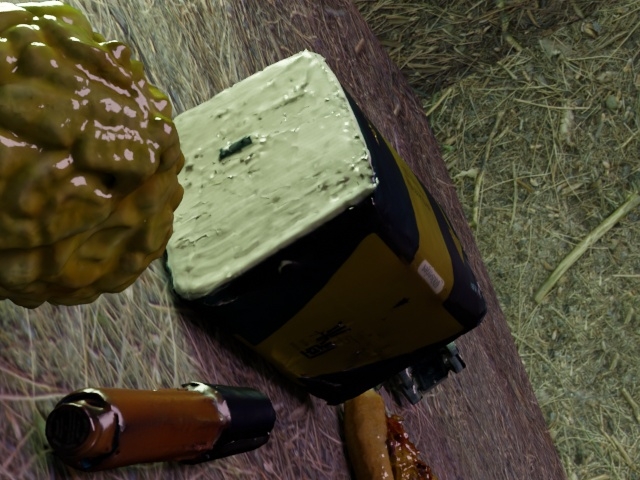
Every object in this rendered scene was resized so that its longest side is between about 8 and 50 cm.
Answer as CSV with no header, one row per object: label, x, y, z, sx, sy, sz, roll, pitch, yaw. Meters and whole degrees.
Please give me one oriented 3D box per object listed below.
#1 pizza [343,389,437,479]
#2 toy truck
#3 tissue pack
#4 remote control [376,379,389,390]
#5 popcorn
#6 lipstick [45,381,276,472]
pizza,0.120,0.342,2.076,0.229,0.081,0.289,49,17,-50
toy truck,0.133,0.147,2.444,0.140,0.108,0.256,49,-9,42
tissue pack,0.000,0.000,1.859,0.416,0.264,0.253,45,20,-58
remote control,0.093,0.209,2.388,0.034,0.016,0.091,65,11,0
popcorn,-0.225,-0.068,1.178,0.270,0.224,0.258,51,-1,-17
lipstick,-0.134,0.166,1.399,0.077,0.077,0.418,66,13,12
